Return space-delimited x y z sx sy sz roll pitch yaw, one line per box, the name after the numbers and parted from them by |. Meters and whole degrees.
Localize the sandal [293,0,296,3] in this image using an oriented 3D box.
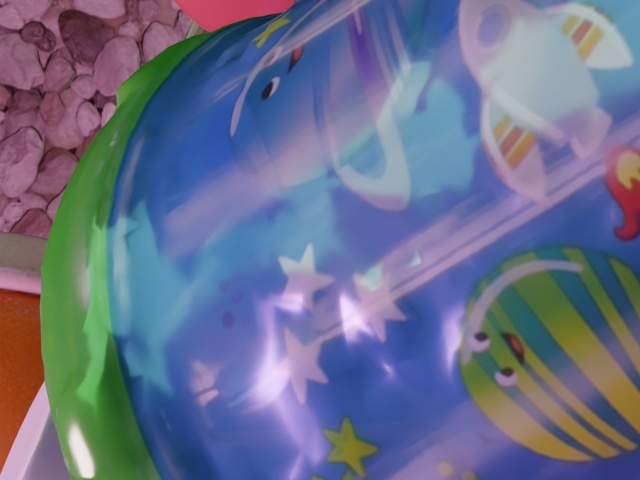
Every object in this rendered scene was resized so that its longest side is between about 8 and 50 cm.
0.030 -0.170 1.160 0.086 0.120 0.303 70 159 7 | sandal

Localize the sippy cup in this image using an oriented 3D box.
0.083 -0.002 0.445 0.224 0.240 0.305 -38 71 45 | sippy cup

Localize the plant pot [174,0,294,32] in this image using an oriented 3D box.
-0.006 -0.280 1.292 0.243 0.275 0.275 115 172 -51 | plant pot

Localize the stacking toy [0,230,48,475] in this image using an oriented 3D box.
-0.187 0.264 0.866 0.350 0.351 0.480 129 152 -50 | stacking toy

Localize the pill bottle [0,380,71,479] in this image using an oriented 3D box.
-0.040 0.124 0.755 0.112 0.187 0.112 -61 12 23 | pill bottle
